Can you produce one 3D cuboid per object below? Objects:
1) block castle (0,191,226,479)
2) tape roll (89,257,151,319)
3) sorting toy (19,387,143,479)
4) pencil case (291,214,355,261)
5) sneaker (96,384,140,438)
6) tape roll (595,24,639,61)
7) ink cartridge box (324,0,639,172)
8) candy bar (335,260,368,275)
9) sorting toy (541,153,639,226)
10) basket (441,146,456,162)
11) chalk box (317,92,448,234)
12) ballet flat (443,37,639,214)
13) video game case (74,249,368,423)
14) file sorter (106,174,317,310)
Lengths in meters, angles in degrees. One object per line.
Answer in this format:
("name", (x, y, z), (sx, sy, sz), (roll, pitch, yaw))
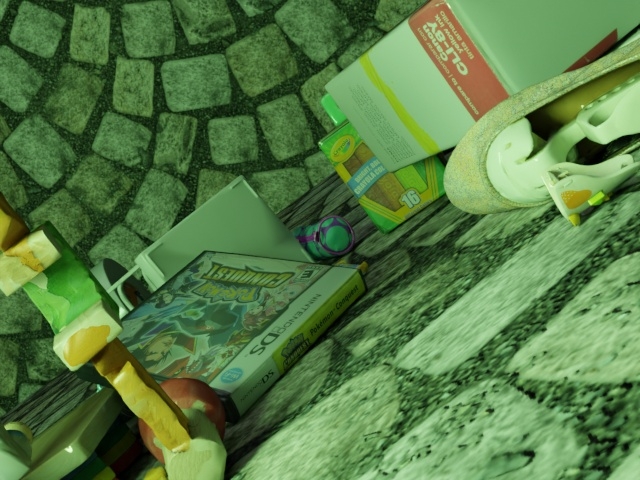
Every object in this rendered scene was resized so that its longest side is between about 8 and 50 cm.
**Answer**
("block castle", (-0.318, 0.106, 0.874), (0.303, 0.453, 0.213), (-39, 14, -7))
("tape roll", (-0.319, 0.136, 1.647), (0.072, 0.219, 0.219), (-37, 6, 2))
("sorting toy", (-0.320, 0.291, 1.135), (0.255, 0.089, 0.257), (-36, 6, 6))
("pencil case", (0.000, 0.000, 1.563), (0.070, 0.065, 0.151), (3, -8, -19))
("sneaker", (-0.247, 0.187, 1.329), (0.283, 0.122, 0.110), (-34, 6, 23))
("tape roll", (0.393, -0.245, 1.196), (0.392, 0.072, 0.392), (-36, 7, 5))
("ink cartridge box", (0.202, -0.246, 1.192), (0.279, 0.160, 0.384), (-40, 7, -18))
("candy bar", (0.033, 0.043, 1.318), (0.040, 0.018, 0.161), (-38, 6, -8))
("sorting toy", (0.232, -0.050, 0.827), (0.075, 0.045, 0.083), (-28, 8, 11))
("basket", (0.224, -0.201, 1.629), (0.113, 0.103, 0.167), (-31, 8, 38))
("chalk box", (0.086, -0.138, 1.442), (0.132, 0.213, 0.132), (-36, 7, 12))
("ballet flat", (0.238, -0.105, 0.911), (0.316, 0.107, 0.106), (-35, 14, 29))
("video game case", (-0.121, 0.099, 1.165), (0.274, 0.035, 0.248), (6, 36, 41))
("file sorter", (-0.171, 0.070, 1.472), (0.173, 0.193, 0.278), (-36, 6, 38))
